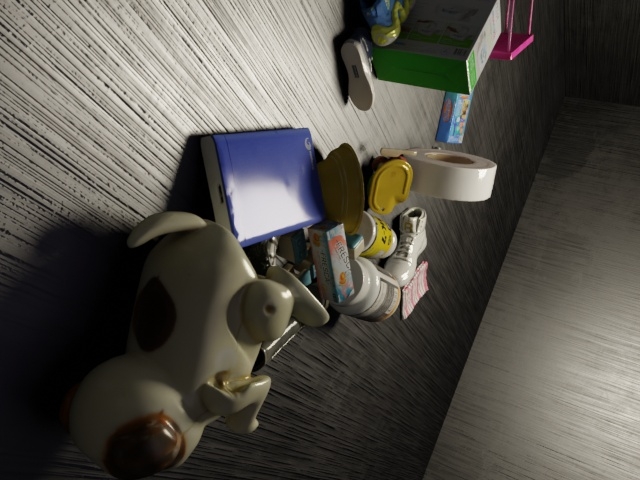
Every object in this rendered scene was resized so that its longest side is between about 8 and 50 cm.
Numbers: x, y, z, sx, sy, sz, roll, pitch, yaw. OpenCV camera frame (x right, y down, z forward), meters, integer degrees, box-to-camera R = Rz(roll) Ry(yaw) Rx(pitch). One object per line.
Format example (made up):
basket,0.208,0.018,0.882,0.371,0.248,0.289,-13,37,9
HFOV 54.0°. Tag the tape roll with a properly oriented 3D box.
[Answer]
tape roll,0.387,-0.205,1.921,0.286,0.286,0.100,-22,124,-56

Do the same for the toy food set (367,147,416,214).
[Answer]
toy food set,0.190,-0.181,1.783,0.128,0.071,0.218,-6,127,-21

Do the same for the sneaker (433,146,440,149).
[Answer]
sneaker,0.399,-0.283,2.172,0.035,0.031,0.083,-46,142,-41

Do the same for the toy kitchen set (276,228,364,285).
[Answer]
toy kitchen set,0.000,0.000,1.496,0.207,0.122,0.166,-48,144,-39

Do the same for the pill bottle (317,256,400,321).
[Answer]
pill bottle,0.106,0.132,1.728,0.278,0.162,0.162,29,80,-61

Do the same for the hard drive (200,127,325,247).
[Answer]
hard drive,-0.102,-0.114,1.264,0.319,0.040,0.210,-21,103,-57

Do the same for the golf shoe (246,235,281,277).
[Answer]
golf shoe,-0.114,0.015,1.345,0.094,0.077,0.198,-41,140,-46

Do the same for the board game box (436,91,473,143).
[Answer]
board game box,0.472,-0.447,2.195,0.160,0.047,0.210,-11,115,-59

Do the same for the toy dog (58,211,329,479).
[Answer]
toy dog,-0.224,0.194,1.030,0.408,0.285,0.395,-59,149,-21

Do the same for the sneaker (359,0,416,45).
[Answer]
sneaker,0.159,-0.579,1.497,0.126,0.091,0.240,50,42,-37

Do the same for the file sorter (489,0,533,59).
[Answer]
file sorter,0.426,-0.630,1.749,0.202,0.291,0.182,-42,137,-45

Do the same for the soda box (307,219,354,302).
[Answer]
soda box,0.025,0.047,1.430,0.058,0.063,0.183,-29,119,-37

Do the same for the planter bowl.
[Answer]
planter bowl,0.021,-0.116,1.457,0.090,0.217,0.217,-5,117,-16

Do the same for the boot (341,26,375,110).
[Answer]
boot,0.105,-0.412,1.514,0.086,0.069,0.190,-59,148,-35

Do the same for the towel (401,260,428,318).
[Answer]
towel,0.355,0.186,2.360,0.197,0.029,0.144,-47,142,-40

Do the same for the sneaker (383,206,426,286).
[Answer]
sneaker,0.270,0.007,2.033,0.292,0.108,0.169,-57,148,-47

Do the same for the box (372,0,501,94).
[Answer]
box,0.293,-0.515,1.597,0.231,0.262,0.127,-62,151,-22

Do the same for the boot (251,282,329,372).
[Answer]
boot,-0.083,0.203,1.473,0.208,0.076,0.189,-27,154,-49

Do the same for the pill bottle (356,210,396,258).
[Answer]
pill bottle,0.131,-0.011,1.736,0.208,0.119,0.119,18,89,-63
